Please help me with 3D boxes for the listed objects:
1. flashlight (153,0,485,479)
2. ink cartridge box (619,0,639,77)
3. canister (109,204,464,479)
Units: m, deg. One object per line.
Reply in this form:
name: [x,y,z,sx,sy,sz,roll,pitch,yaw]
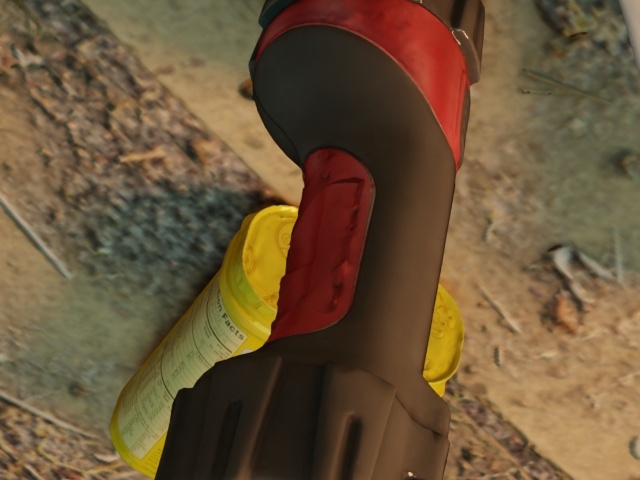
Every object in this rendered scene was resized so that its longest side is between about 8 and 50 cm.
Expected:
flashlight: [0.000,0.000,0.698,0.103,0.304,0.103,-30,120,36]
ink cartridge box: [0.291,-0.087,0.706,0.324,0.071,0.330,-9,121,21]
canister: [-0.023,0.072,0.938,0.126,0.073,0.170,28,135,-14]
